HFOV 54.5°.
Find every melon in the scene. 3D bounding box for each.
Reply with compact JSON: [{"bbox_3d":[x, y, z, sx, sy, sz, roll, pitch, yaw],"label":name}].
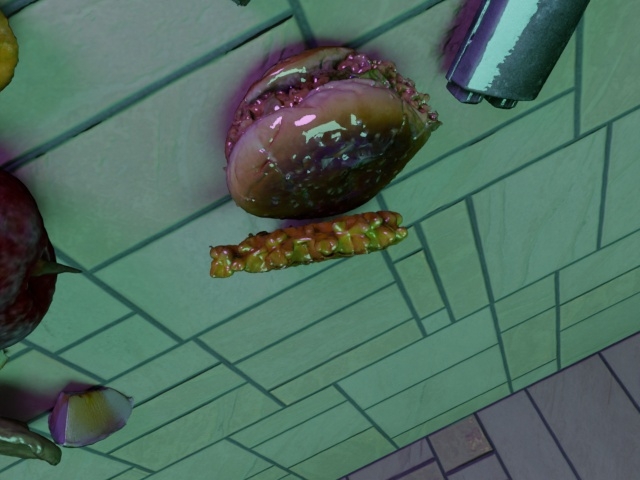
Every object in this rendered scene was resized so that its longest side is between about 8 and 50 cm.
[{"bbox_3d":[-0.452,0.324,1.175,0.139,0.093,0.202,-6,180,19],"label":"melon"}]

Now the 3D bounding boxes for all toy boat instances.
[{"bbox_3d":[0.270,-0.312,0.769,0.141,0.092,0.320,0,131,-29],"label":"toy boat"}]

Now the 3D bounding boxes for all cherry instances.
[{"bbox_3d":[-0.424,0.019,0.683,0.300,0.203,0.230,-3,147,-15],"label":"cherry"}]

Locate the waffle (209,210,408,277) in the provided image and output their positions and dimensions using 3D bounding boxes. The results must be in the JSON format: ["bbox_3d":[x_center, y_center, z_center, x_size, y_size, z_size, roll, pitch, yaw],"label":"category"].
[{"bbox_3d":[0.000,0.000,0.905,0.259,0.069,0.293,-12,179,15],"label":"waffle"}]

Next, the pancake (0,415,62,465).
[{"bbox_3d":[-0.570,0.338,1.085,0.241,0.050,0.242,10,145,7],"label":"pancake"}]

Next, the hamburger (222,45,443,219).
[{"bbox_3d":[0.010,-0.126,0.812,0.286,0.146,0.243,-23,152,-5],"label":"hamburger"}]

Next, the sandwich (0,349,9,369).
[{"bbox_3d":[-0.609,0.215,0.922,0.258,0.096,0.094,-15,138,-17],"label":"sandwich"}]

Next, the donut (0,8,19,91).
[{"bbox_3d":[-0.375,-0.187,0.570,0.178,0.065,0.162,-20,149,-8],"label":"donut"}]

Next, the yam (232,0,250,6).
[{"bbox_3d":[-0.060,-0.310,0.568,0.107,0.107,0.183,21,122,-45],"label":"yam"}]
